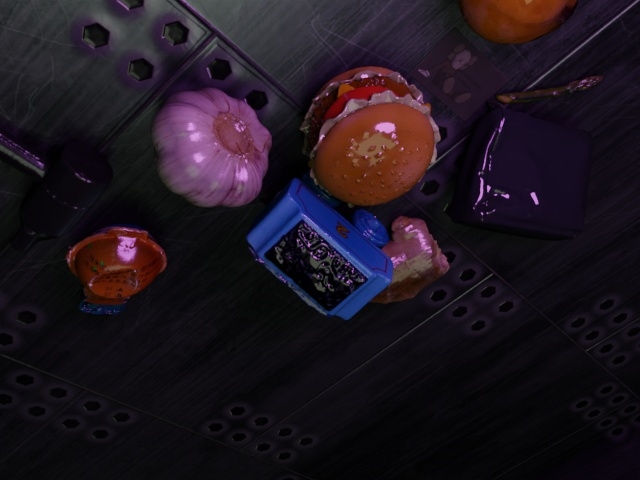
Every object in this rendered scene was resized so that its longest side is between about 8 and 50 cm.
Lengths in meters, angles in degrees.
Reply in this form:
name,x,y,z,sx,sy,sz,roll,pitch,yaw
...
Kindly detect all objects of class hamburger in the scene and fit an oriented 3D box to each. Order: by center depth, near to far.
name,x,y,z,sx,sy,sz,roll,pitch,yaw
hamburger,0.101,-0.193,1.356,0.275,0.212,0.274,-7,132,-8

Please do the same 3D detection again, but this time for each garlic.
name,x,y,z,sx,sy,sz,roll,pitch,yaw
garlic,-0.241,-0.171,1.320,0.253,0.244,0.245,-13,143,44

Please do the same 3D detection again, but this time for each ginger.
name,x,y,z,sx,sy,sz,roll,pitch,yaw
ginger,0.176,0.047,1.653,0.276,0.130,0.221,0,120,-12

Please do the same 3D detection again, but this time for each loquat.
name,x,y,z,sx,sy,sz,roll,pitch,yaw
loquat,0.343,-0.458,1.170,0.235,0.235,0.234,-7,132,-8

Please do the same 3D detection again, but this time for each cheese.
name,x,y,z,sx,sy,sz,roll,pitch,yaw
cheese,-0.462,0.074,1.518,0.217,0.129,0.329,7,141,-24

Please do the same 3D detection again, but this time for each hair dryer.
name,x,y,z,sx,sy,sz,roll,pitch,yaw
hair dryer,-0.601,-0.128,1.332,0.302,0.116,0.244,37,115,-24

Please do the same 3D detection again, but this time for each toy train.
name,x,y,z,sx,sy,sz,roll,pitch,yaw
toy train,0.000,0.000,1.449,0.300,0.265,0.188,40,115,-12

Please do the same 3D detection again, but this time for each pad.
name,x,y,z,sx,sy,sz,roll,pitch,yaw
pad,0.291,-0.340,1.414,0.190,0.004,0.127,30,119,-34

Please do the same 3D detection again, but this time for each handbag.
name,x,y,z,sx,sy,sz,roll,pitch,yaw
handbag,0.443,-0.149,1.529,0.302,0.178,0.274,8,86,-23

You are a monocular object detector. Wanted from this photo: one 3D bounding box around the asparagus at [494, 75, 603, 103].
name,x,y,z,sx,sy,sz,roll,pitch,yaw
asparagus,0.492,-0.322,1.464,0.236,0.027,0.034,-11,143,-3
